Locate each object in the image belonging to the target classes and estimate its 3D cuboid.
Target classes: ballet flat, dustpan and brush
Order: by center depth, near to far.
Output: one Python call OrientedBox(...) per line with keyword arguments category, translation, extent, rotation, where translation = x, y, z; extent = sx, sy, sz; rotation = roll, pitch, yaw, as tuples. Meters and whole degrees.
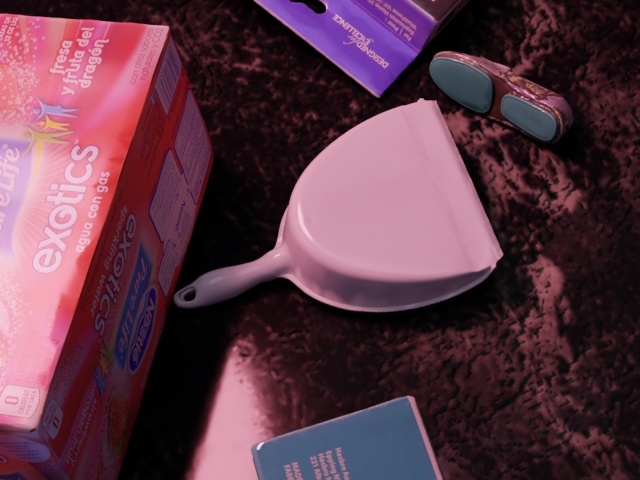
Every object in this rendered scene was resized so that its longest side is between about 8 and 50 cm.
OrientedBox(category="dustpan and brush", translation=(0.000, 0.000, 1.160), extent=(0.211, 0.060, 0.147), rotation=(-16, 60, -8))
OrientedBox(category="ballet flat", translation=(0.131, -0.104, 1.210), extent=(0.114, 0.041, 0.041), rotation=(32, 68, 26))

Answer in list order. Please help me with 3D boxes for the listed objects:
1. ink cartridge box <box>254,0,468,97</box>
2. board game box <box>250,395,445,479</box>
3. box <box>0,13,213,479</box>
OrientedBox(category="ink cartridge box", translation=(0.032, -0.242, 1.275), extent=(0.206, 0.045, 0.208), rotation=(38, 70, 10))
OrientedBox(category="board game box", translation=(0.065, 0.263, 0.801), extent=(0.079, 0.336, 0.254), rotation=(-18, 56, -1))
OrientedBox(category="box", translation=(-0.183, 0.015, 1.121), extent=(0.142, 0.154, 0.300), rotation=(6, 60, 15))
